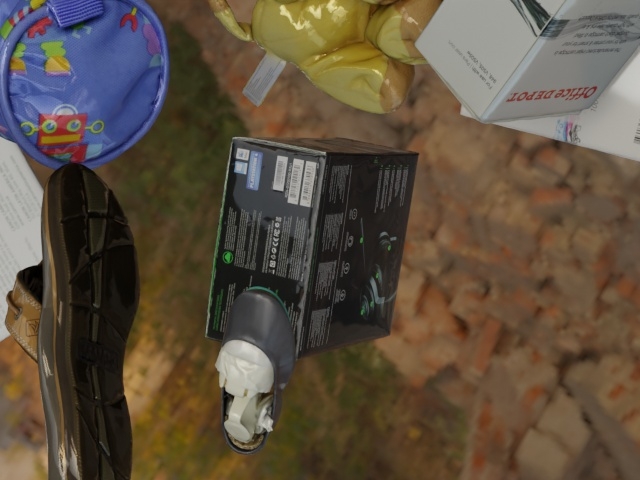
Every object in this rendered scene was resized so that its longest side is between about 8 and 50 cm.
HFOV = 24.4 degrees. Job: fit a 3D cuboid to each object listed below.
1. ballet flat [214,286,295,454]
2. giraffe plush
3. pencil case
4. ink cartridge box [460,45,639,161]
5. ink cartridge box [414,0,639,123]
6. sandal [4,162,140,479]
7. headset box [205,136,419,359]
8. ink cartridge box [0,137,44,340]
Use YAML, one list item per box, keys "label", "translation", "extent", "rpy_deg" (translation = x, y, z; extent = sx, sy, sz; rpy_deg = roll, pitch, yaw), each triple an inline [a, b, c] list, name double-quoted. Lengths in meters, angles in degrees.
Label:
- label: "ballet flat"
  translation: [-0.064, 0.130, 1.362]
  extent: [0.074, 0.074, 0.203]
  rpy_deg: [28, 141, 18]
- label: "giraffe plush"
  translation: [0.031, -0.212, 1.225]
  extent: [0.181, 0.170, 0.210]
  rpy_deg: [48, 139, -14]
- label: "pencil case"
  translation: [-0.228, -0.151, 1.004]
  extent: [0.306, 0.119, 0.133]
  rpy_deg: [29, 137, 44]
- label: "ink cartridge box"
  translation: [0.261, -0.168, 1.261]
  extent: [0.232, 0.171, 0.168]
  rpy_deg: [17, -165, 14]
- label: "ink cartridge box"
  translation: [0.185, -0.190, 1.061]
  extent: [0.153, 0.208, 0.087]
  rpy_deg: [-9, -127, -47]
- label: "sandal"
  translation: [-0.146, 0.056, 0.846]
  extent: [0.060, 0.219, 0.090]
  rpy_deg: [-12, 159, 19]
- label: "headset box"
  translation: [0.000, 0.000, 1.816]
  extent: [0.131, 0.246, 0.283]
  rpy_deg: [12, -170, 27]
- label: "ink cartridge box"
  translation: [-0.496, 0.013, 1.682]
  extent: [0.091, 0.385, 0.308]
  rpy_deg: [28, 147, 62]
